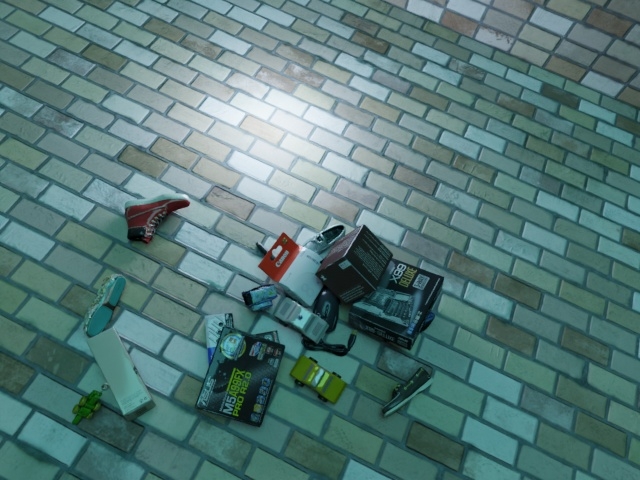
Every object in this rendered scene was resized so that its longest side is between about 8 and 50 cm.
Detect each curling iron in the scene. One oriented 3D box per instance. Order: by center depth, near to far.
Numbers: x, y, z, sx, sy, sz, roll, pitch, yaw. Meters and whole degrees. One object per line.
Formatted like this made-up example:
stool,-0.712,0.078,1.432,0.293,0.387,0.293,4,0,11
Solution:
curling iron,-0.161,0.106,1.903,0.068,0.035,0.274,-29,70,-23

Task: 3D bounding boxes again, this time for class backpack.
backpack,-0.209,0.203,1.806,0.114,0.105,0.084,-18,88,-19

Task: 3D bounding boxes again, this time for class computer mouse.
computer mouse,0.052,0.281,1.828,0.184,0.060,0.262,17,60,1

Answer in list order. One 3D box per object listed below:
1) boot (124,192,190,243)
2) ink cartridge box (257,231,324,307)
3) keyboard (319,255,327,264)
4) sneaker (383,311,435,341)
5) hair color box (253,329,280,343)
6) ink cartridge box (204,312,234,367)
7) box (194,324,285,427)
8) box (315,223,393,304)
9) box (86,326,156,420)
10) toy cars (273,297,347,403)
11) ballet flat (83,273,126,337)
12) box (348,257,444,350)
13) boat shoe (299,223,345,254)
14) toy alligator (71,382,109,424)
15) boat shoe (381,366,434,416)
boot,-0.600,-0.076,1.905,0.244,0.088,0.176,-12,64,-7
ink cartridge box,-0.085,0.101,1.846,0.232,0.066,0.189,46,53,-18
keyboard,0.069,0.134,1.890,0.180,0.023,0.108,52,50,-2
sneaker,0.316,0.294,1.856,0.221,0.083,0.087,-12,59,-18
hair color box,-0.211,0.359,1.751,0.141,0.043,0.072,-9,64,-13
ink cartridge box,-0.336,0.353,1.731,0.097,0.046,0.207,-5,63,-12
box,-0.256,0.436,1.645,0.216,0.060,0.270,22,69,-11
box,0.123,0.085,1.828,0.167,0.168,0.203,46,45,-12
box,-0.628,0.421,1.610,0.094,0.113,0.275,-28,70,-23
toy cars,-0.037,0.363,1.724,0.176,0.087,0.393,-16,72,-6
ballet flat,-0.741,0.220,1.730,0.077,0.091,0.241,1,52,26
box,0.275,0.214,1.837,0.242,0.076,0.307,22,51,22
boat shoe,0.001,0.001,1.960,0.227,0.081,0.079,-30,71,-21
toy alligator,-0.701,0.487,1.562,0.056,0.189,0.051,35,14,-28
boat shoe,0.286,0.514,1.731,0.228,0.081,0.068,-27,66,-29
